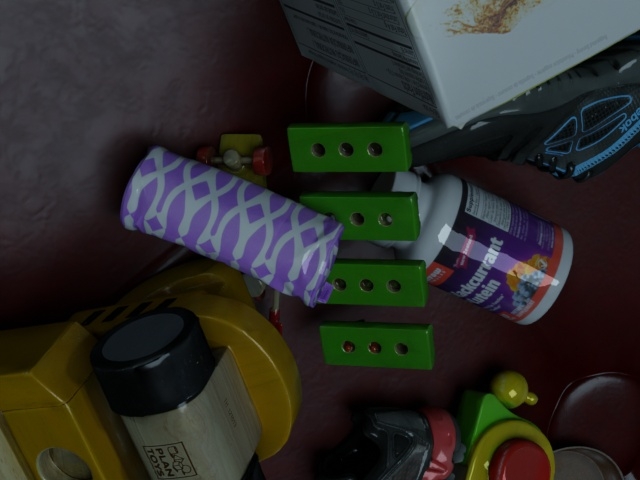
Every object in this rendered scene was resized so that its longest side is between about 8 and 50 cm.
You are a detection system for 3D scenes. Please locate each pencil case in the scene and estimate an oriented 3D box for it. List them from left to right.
[{"bbox_3d":[-0.081,-0.011,1.087,0.206,0.086,0.088,23,137,7],"label":"pencil case"}]

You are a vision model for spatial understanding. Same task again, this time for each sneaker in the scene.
[{"bbox_3d":[0.042,0.291,1.264,0.135,0.097,0.276,18,97,-25],"label":"sneaker"},{"bbox_3d":[0.223,-0.111,1.193,0.340,0.125,0.140,-15,111,-15],"label":"sneaker"}]

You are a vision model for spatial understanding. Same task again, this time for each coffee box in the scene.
[{"bbox_3d":[0.122,-0.333,0.967,0.337,0.338,0.334,-28,114,-10],"label":"coffee box"}]

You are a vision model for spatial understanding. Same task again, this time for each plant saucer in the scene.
[{"bbox_3d":[0.271,0.307,1.394,0.168,0.029,0.168,-6,108,-20],"label":"plant saucer"}]

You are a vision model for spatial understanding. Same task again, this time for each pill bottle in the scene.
[{"bbox_3d":[0.140,-0.001,1.197,0.193,0.108,0.108,24,97,-12],"label":"pill bottle"}]

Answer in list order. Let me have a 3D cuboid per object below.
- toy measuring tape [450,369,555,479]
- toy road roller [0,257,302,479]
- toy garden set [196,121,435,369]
[{"bbox_3d":[0.172,0.300,1.282,0.121,0.121,0.330,20,81,-25],"label":"toy measuring tape"},{"bbox_3d":[-0.175,0.141,1.109,0.329,0.240,0.202,-10,115,22],"label":"toy road roller"},{"bbox_3d":[0.000,0.000,1.146,0.203,0.049,0.244,1,116,20],"label":"toy garden set"}]
